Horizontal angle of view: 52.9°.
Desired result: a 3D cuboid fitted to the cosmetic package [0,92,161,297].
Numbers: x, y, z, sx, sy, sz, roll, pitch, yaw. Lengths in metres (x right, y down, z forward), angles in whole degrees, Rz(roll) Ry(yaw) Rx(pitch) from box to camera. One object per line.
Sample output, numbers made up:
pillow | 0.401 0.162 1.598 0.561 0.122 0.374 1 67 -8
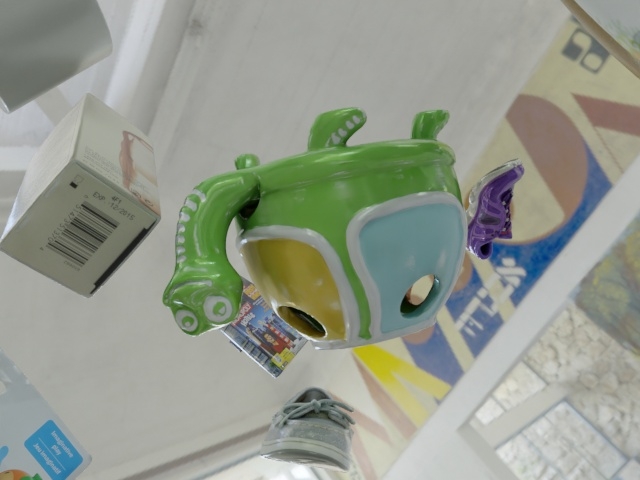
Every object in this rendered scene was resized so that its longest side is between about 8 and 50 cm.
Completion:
cosmetic package | -0.317 -0.074 0.877 0.129 0.296 0.153 37 -77 -30

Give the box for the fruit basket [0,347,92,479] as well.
fruit basket | -0.418 0.203 0.560 0.165 0.327 0.353 -22 16 46

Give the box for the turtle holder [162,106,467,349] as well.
turtle holder | 0.019 -0.004 0.671 0.243 0.227 0.320 -12 -1 30

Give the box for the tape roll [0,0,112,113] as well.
tape roll | -0.418 -0.315 0.850 0.169 0.246 0.246 -38 -29 -18

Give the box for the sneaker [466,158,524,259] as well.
sneaker | 0.240 -0.040 0.867 0.068 0.071 0.170 -27 -30 -28

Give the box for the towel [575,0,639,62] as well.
towel | 0.229 -0.256 0.428 0.090 0.320 0.374 -43 0 5

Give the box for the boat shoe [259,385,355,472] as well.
boat shoe | -0.013 0.254 0.890 0.320 0.118 0.103 84 -165 -77

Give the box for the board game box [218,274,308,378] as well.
board game box | -0.122 0.164 1.258 0.060 0.194 0.194 -54 -6 26

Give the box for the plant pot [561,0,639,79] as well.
plant pot | 0.387 -0.322 0.755 0.237 0.254 0.237 -43 -21 -21
